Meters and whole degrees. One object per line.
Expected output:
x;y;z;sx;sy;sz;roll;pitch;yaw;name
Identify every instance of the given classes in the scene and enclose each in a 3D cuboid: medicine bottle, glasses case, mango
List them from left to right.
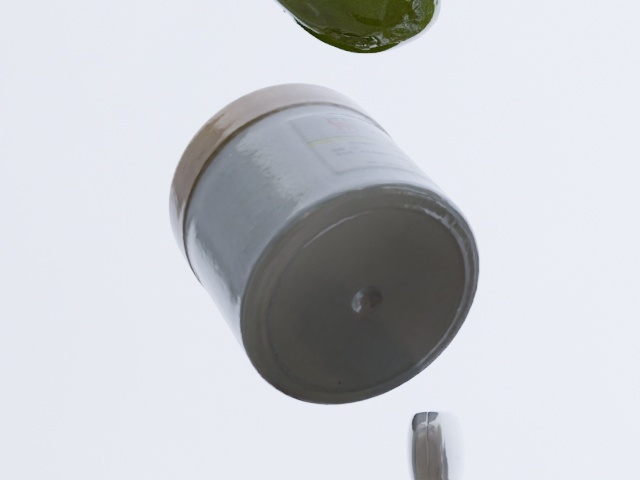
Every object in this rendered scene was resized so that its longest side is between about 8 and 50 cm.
0.000;0.000;1.173;0.232;0.238;0.237;-129;-138;-51;medicine bottle
0.011;-0.183;0.865;0.091;0.165;0.074;-67;-154;18;mango
0.104;0.190;1.105;0.049;0.193;0.074;-4;-99;8;glasses case
